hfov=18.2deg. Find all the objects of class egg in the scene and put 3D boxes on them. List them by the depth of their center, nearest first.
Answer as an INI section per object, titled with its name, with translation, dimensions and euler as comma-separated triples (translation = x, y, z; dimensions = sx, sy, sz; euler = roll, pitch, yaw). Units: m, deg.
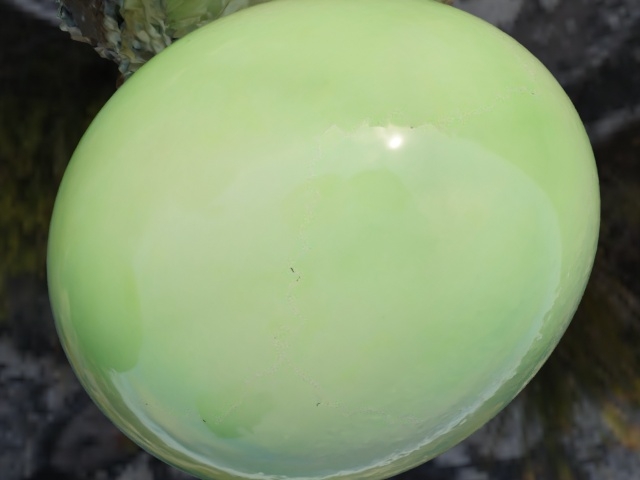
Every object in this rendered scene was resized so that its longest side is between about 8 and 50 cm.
[egg]
translation = 0.000, 0.000, 0.898
dimensions = 0.269, 0.220, 0.220
euler = -28, 134, 34

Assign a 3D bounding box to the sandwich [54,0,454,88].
[sandwich]
translation = -0.012, -0.194, 1.031
dimensions = 0.325, 0.131, 0.262
euler = -23, 157, -50
